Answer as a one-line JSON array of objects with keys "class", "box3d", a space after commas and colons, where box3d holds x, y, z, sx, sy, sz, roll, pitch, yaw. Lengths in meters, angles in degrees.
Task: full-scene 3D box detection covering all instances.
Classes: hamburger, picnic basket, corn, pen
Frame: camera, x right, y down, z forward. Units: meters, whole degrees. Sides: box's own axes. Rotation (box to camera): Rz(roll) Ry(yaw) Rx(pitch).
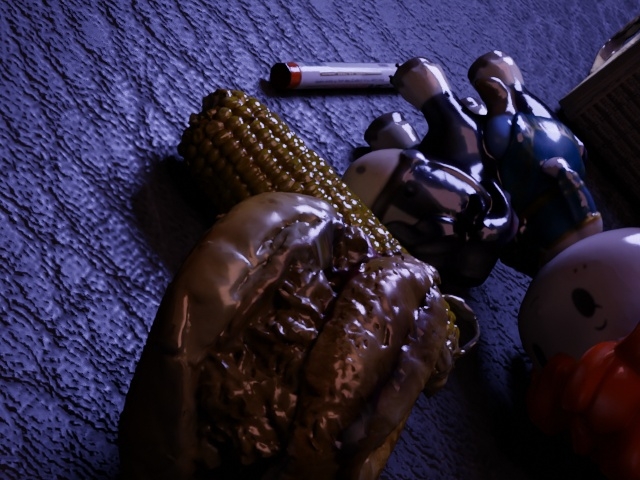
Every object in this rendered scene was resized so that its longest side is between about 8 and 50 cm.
[{"class": "hamburger", "box3d": [-0.026, 0.095, 0.970, 0.163, 0.244, 0.244, 24, 37, 4]}, {"class": "picnic basket", "box3d": [0.426, -0.197, 1.699, 0.175, 0.228, 0.313, 51, 37, 0]}, {"class": "corn", "box3d": [0.000, 0.000, 1.179, 0.293, 0.106, 0.106, 49, 36, 2]}, {"class": "pen", "box3d": [0.034, -0.153, 1.422, 0.218, 0.026, 0.026, -7, 62, -49]}]

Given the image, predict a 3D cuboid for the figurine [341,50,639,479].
[{"class": "figurine", "box3d": [0.200, 0.005, 1.300, 0.412, 0.241, 0.306, 39, 27, 5]}]
